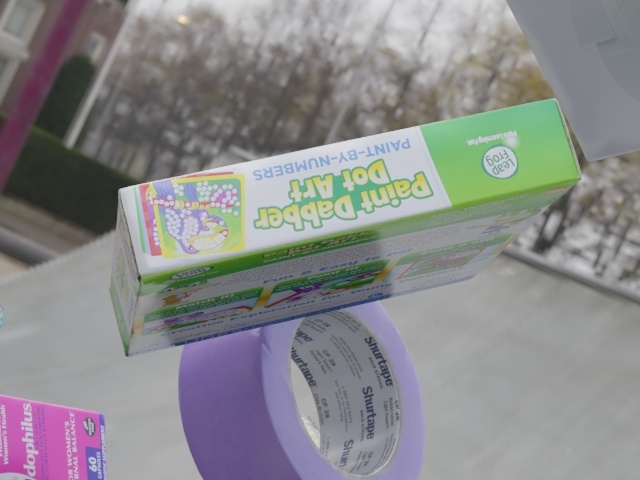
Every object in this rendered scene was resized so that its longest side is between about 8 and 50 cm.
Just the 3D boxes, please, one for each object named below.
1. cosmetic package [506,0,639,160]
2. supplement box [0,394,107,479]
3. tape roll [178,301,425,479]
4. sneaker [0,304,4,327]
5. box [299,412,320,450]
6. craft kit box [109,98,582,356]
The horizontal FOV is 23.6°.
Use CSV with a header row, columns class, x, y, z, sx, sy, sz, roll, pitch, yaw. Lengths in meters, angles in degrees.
class,x,y,z,sx,sy,sz,roll,pitch,yaw
cosmetic package,0.256,-0.200,1.114,0.224,0.138,0.225,-10,-66,58
supplement box,-0.302,0.208,1.402,0.114,0.111,0.220,-16,-19,28
tape roll,-0.010,0.118,1.115,0.080,0.189,0.189,-21,-32,34
sneaker,-0.357,0.099,1.123,0.122,0.283,0.110,52,15,-24
box,-0.062,0.296,1.360,0.060,0.270,0.216,19,4,-11
craft kit box,0.000,0.000,0.925,0.250,0.061,0.246,-12,-9,-12
